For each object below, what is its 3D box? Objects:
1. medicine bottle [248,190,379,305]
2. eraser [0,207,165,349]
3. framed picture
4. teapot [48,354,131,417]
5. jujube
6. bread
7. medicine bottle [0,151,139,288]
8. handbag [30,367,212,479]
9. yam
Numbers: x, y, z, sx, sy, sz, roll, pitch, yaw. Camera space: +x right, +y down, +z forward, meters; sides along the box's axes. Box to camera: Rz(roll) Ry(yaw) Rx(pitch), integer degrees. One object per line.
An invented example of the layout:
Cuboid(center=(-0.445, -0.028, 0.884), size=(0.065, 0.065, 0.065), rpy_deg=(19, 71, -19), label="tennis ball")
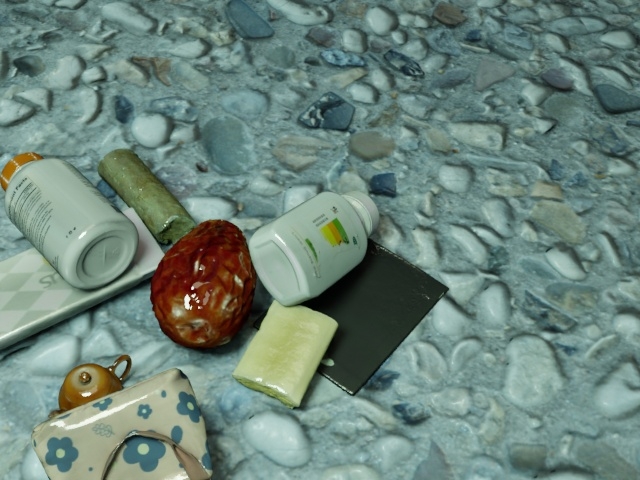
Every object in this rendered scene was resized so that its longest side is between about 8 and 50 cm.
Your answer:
Cuboid(center=(0.000, 0.000, 1.568), size=(0.296, 0.111, 0.161), rpy_deg=(-33, 97, -52), label="medicine bottle")
Cuboid(center=(-0.507, 0.075, 1.560), size=(0.396, 0.082, 0.213), rpy_deg=(-27, 56, -24), label="eraser")
Cuboid(center=(0.063, 0.127, 1.597), size=(0.244, 0.013, 0.324), rpy_deg=(32, 55, 23), label="framed picture")
Cuboid(center=(-0.389, 0.255, 1.395), size=(0.116, 0.116, 0.173), rpy_deg=(34, 55, 23), label="teapot")
Cuboid(center=(-0.210, 0.074, 1.509), size=(0.197, 0.197, 0.290), rpy_deg=(5, 34, 1), label="jujube")
Cuboid(center=(-0.060, 0.201, 1.481), size=(0.139, 0.060, 0.178), rpy_deg=(22, 59, 16), label="bread")
Cuboid(center=(-0.477, -0.050, 1.512), size=(0.157, 0.157, 0.288), rpy_deg=(-34, 57, -28), label="medicine bottle")
Cuboid(center=(-0.295, 0.339, 1.277), size=(0.251, 0.190, 0.193), rpy_deg=(-22, 70, -15), label="handbag")
Cuboid(center=(-0.362, -0.089, 1.707), size=(0.093, 0.093, 0.259), rpy_deg=(-30, 57, -26), label="yam")
